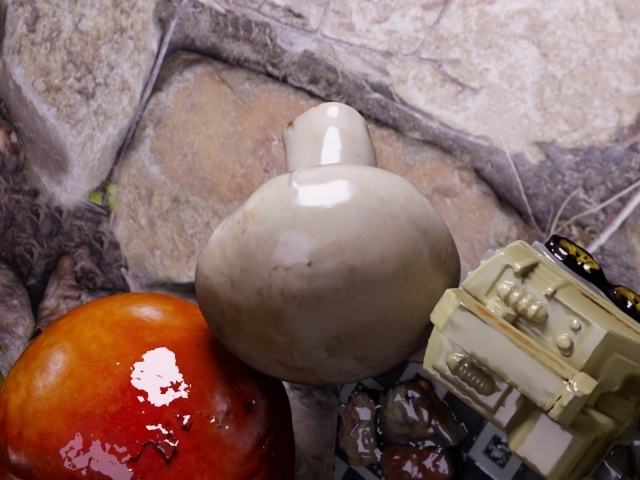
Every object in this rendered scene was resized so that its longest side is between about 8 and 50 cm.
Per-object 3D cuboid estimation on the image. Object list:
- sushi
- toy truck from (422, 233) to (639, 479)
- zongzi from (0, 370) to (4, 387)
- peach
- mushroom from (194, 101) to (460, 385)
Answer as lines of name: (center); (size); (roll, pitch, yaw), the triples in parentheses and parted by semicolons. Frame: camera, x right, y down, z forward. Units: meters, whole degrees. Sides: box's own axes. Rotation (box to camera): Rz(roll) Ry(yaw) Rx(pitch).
sushi: (0.121, 0.289, 1.288); (0.294, 0.059, 0.292); (8, 99, 32)
toy truck: (0.279, 0.165, 1.065); (0.405, 0.254, 0.180); (41, 111, 20)
zongzi: (-0.460, 0.257, 1.644); (0.228, 0.115, 0.256); (21, 96, 27)
peach: (-0.204, 0.236, 1.321); (0.370, 0.370, 0.370); (4, 97, 33)
mushroom: (0.000, 0.000, 1.237); (0.292, 0.292, 0.290); (-38, 45, 30)
